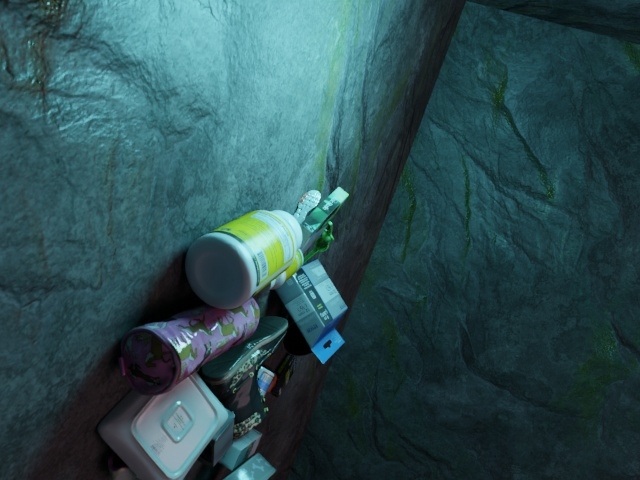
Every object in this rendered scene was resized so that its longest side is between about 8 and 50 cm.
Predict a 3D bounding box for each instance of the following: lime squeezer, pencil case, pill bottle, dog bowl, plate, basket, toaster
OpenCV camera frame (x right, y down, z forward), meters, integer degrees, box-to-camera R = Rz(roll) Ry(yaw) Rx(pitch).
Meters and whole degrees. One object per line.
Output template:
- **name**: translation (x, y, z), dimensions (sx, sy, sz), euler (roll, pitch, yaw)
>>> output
- **lime squeezer**: translation (0.000, 0.000, 1.861), dimensions (0.109, 0.059, 0.310), euler (-11, 153, -36)
- **pencil case**: translation (-0.300, 0.227, 1.176), dimensions (0.167, 0.160, 0.386), euler (-50, 171, 19)
- **pill bottle**: translation (-0.276, 0.574, 1.827), dimensions (0.222, 0.124, 0.124), euler (-61, 164, -19)
- **pill bottle**: translation (-0.179, 0.030, 1.264), dimensions (0.334, 0.187, 0.188), euler (-37, 147, -61)
- **dog bowl**: translation (-0.348, 0.981, 1.942), dimensions (0.348, 0.102, 0.349), euler (-34, 166, -9)
- **plate**: translation (-0.364, 0.450, 1.211), dimensions (0.278, 0.045, 0.277), euler (-51, 121, -45)
- **basket**: translation (-0.067, 0.367, 2.094), dimensions (0.204, 0.154, 0.227), euler (-38, -170, 4)
- **pill bottle**: translation (-0.148, 0.088, 1.585), dimensions (0.208, 0.117, 0.118), euler (-39, 148, -59)
- **toaster**: translation (-0.355, 0.573, 1.481), dimensions (0.110, 0.168, 0.186), euler (-43, 151, -49)

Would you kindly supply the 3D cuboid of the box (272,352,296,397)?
- **box**: translation (-0.179, 0.655, 2.420), dimensions (0.191, 0.045, 0.184), euler (96, 20, -45)

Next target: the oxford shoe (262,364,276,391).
- **oxford shoe**: translation (-0.280, 0.634, 2.001), dimensions (0.271, 0.096, 0.098), euler (-62, 145, -35)

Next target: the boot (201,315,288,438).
- **boot**: translation (-0.229, 0.448, 1.636), dimensions (0.377, 0.138, 0.285), euler (-39, 129, -54)

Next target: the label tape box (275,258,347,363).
- **label tape box**: translation (-0.005, 0.263, 1.875), dimensions (0.115, 0.348, 0.249), euler (-36, 174, 24)

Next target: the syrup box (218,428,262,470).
- **syrup box**: translation (-0.343, 0.869, 2.064), dimensions (0.093, 0.096, 0.237), euler (-66, 165, 1)

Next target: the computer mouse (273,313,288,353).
- **computer mouse**: translation (-0.181, 0.386, 1.912), dimensions (0.272, 0.072, 0.189), euler (54, 60, -81)

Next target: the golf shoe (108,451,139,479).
- **golf shoe**: translation (-0.415, 0.473, 1.240), dimensions (0.306, 0.115, 0.140), euler (-59, 160, -31)

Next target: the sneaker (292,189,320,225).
- **sneaker**: translation (-0.055, -0.110, 1.754), dimensions (0.158, 0.061, 0.065), euler (-54, 171, -7)

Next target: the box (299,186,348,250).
- **box**: translation (-0.029, -0.043, 1.793), dimensions (0.232, 0.058, 0.322), euler (-55, 177, 39)
